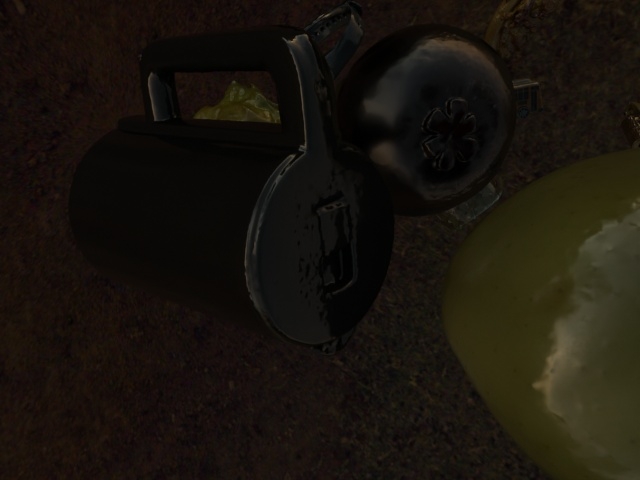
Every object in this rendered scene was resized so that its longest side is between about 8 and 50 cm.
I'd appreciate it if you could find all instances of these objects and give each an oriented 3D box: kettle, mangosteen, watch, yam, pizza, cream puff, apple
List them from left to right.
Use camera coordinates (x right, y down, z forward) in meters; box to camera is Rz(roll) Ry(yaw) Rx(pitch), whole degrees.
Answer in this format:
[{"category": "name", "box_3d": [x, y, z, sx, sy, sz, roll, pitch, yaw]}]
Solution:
[{"category": "kettle", "box_3d": [-0.089, -0.049, 0.506, 0.203, 0.308, 0.262, 16, 87, -47]}, {"category": "cream puff", "box_3d": [-0.093, -0.161, 0.825, 0.282, 0.282, 0.185, 4, 77, -23]}, {"category": "watch", "box_3d": [0.002, -0.435, 1.102, 0.068, 0.206, 0.193, 37, 69, -39]}, {"category": "mangosteen", "box_3d": [0.198, -0.253, 1.044, 0.382, 0.435, 0.382, -3, 111, -9]}, {"category": "yam", "box_3d": [0.388, -0.208, 1.579, 0.241, 0.241, 0.348, -43, 84, -9]}, {"category": "pizza", "box_3d": [0.453, -0.502, 1.112, 0.127, 0.058, 0.246, 18, 139, -31]}, {"category": "apple", "box_3d": [0.406, 0.102, 0.652, 0.474, 0.474, 0.473, -5, 103, -21]}]

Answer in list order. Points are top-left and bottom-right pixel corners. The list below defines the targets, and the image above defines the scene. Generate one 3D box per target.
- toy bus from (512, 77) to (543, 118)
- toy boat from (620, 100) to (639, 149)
[{"category": "toy bus", "box_3d": [0.518, -0.390, 1.374, 0.182, 0.091, 0.103, -10, 112, 2]}, {"category": "toy boat", "box_3d": [0.942, -0.330, 1.449, 0.088, 0.226, 0.068, 0, 141, 6]}]
